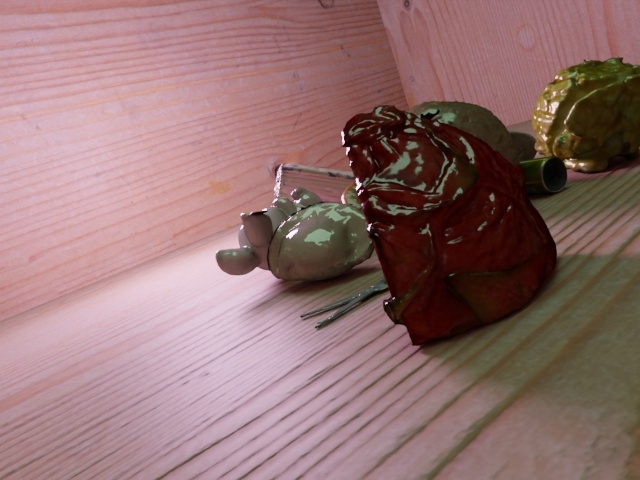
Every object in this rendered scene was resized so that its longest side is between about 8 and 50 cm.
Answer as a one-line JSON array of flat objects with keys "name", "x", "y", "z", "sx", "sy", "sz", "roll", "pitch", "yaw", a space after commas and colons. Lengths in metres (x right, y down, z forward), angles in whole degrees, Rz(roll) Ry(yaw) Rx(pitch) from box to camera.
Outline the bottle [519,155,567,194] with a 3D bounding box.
[{"name": "bottle", "x": 0.448, "y": -0.146, "z": 1.244, "sx": 0.082, "sy": 0.082, "sz": 0.286, "roll": -23, "pitch": 10, "yaw": -20}]

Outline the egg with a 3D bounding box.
[{"name": "egg", "x": 0.284, "y": -0.184, "z": 1.168, "sx": 0.310, "sy": 0.279, "sz": 0.279, "roll": 20, "pitch": 28, "yaw": 23}]

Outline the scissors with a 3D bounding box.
[{"name": "scissors", "x": 0.086, "y": 0.083, "z": 0.872, "sx": 0.248, "sy": 0.017, "sz": 0.144, "roll": -24, "pitch": 10, "yaw": -17}]

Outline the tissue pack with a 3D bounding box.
[{"name": "tissue pack", "x": 0.026, "y": -0.171, "z": 1.673, "sx": 0.344, "sy": 0.125, "sz": 0.242, "roll": 9, "pitch": 10, "yaw": -5}]

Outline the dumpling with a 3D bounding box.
[{"name": "dumpling", "x": 0.000, "y": 0.000, "z": 1.072, "sx": 0.247, "sy": 0.172, "sz": 0.142, "roll": -12, "pitch": -19, "yaw": 21}]

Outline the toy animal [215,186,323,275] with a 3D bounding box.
[{"name": "toy animal", "x": -0.093, "y": -0.016, "z": 1.228, "sx": 0.208, "sy": 0.154, "sz": 0.325, "roll": -55, "pitch": -16, "yaw": 22}]

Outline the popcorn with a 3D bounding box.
[{"name": "popcorn", "x": 0.646, "y": -0.292, "z": 1.208, "sx": 0.282, "sy": 0.247, "sz": 0.282, "roll": -17, "pitch": 28, "yaw": 9}]

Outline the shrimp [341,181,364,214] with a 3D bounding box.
[{"name": "shrimp", "x": 0.156, "y": -0.125, "z": 1.304, "sx": 0.150, "sy": 0.068, "sz": 0.249, "roll": 29, "pitch": 49, "yaw": 21}]

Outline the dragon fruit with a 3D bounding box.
[{"name": "dragon fruit", "x": 0.123, "y": -0.027, "z": 0.707, "sx": 0.240, "sy": 0.330, "sz": 0.302, "roll": -40, "pitch": -4, "yaw": 41}]

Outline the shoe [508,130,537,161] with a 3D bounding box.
[{"name": "shoe", "x": 0.499, "y": -0.260, "z": 1.627, "sx": 0.342, "sy": 0.132, "sz": 0.210, "roll": -18, "pitch": 12, "yaw": 28}]
